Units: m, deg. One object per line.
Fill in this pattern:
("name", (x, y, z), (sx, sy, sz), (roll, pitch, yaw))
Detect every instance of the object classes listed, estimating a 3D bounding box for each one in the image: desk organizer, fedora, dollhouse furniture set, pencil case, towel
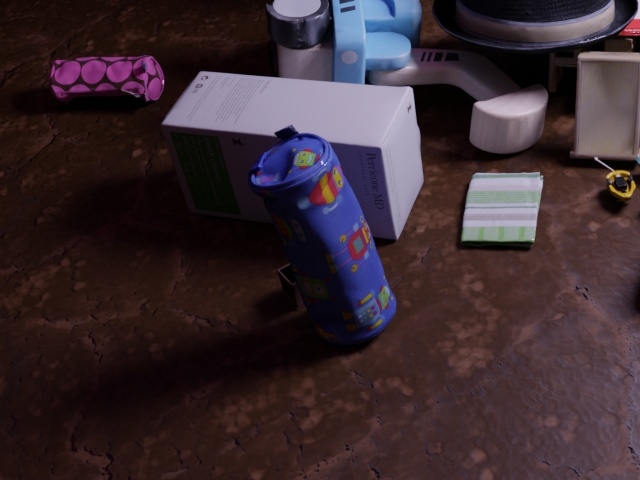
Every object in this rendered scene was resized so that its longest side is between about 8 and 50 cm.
("desk organizer", (0.005, 0.043, 1.618), (0.130, 0.050, 0.047), (-28, 44, -17))
("fedora", (0.341, -0.426, 1.767), (0.334, 0.152, 0.334), (-6, 35, 4))
("dollhouse furniture set", (0.475, -0.242, 1.779), (0.212, 0.161, 0.242), (5, 23, 19))
("pencil case", (0.000, 0.000, 1.482), (0.133, 0.306, 0.119), (2, 42, 33))
("pencil case", (-0.405, -0.299, 2.067), (0.209, 0.095, 0.098), (-1, 59, 16))
("towel", (0.276, -0.046, 1.672), (0.113, 0.023, 0.152), (0, 46, 18))

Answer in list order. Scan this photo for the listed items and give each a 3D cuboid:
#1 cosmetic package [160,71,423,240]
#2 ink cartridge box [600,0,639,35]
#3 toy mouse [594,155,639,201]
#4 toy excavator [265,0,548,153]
("cosmetic package", (-0.038, -0.137, 1.719), (0.365, 0.197, 0.155), (8, 46, 23))
("ink cartridge box", (0.531, -0.379, 1.832), (0.181, 0.056, 0.224), (-1, 16, 2))
("toy mouse", (0.503, -0.081, 1.641), (0.143, 0.031, 0.161), (-13, 42, 1))
("toy excavator", (0.132, -0.315, 1.879), (0.445, 0.222, 0.433), (-3, 43, -2))
